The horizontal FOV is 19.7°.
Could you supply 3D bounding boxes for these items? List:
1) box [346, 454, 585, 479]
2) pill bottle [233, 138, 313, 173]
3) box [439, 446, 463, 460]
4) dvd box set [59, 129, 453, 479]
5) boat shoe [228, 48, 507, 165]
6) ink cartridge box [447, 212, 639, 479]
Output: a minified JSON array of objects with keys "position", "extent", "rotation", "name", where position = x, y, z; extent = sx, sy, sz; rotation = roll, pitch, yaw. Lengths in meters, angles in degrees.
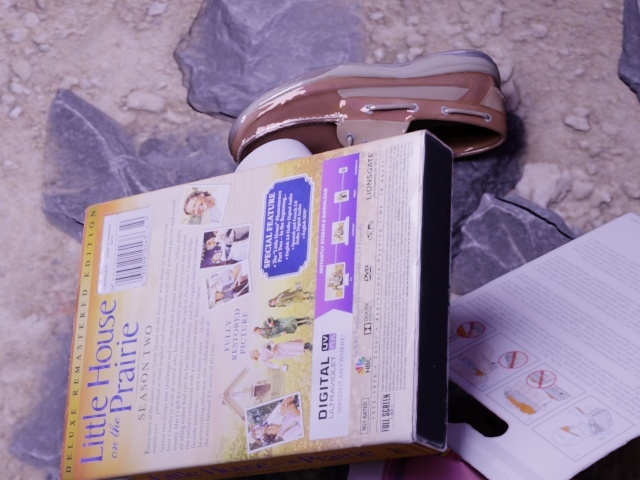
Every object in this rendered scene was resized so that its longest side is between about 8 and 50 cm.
[{"position":[0.135,0.288,1.741],"extent":[0.232,0.127,0.148],"rotation":[8,74,11],"name":"box"},{"position":[0.000,0.000,1.906],"extent":[0.121,0.121,0.221],"rotation":[-26,52,-17],"name":"pill bottle"},{"position":[0.207,0.296,1.834],"extent":[0.232,0.058,0.087],"rotation":[31,66,17],"name":"box"},{"position":[-0.067,0.078,1.802],"extent":[0.420,0.062,0.307],"rotation":[-12,64,32],"name":"dvd box set"},{"position":[0.060,-0.127,2.066],"extent":[0.324,0.123,0.116],"rotation":[-14,61,-8],"name":"boat shoe"},{"position":[0.268,0.131,1.833],"extent":[0.385,0.091,0.308],"rotation":[-27,35,-22],"name":"ink cartridge box"}]
